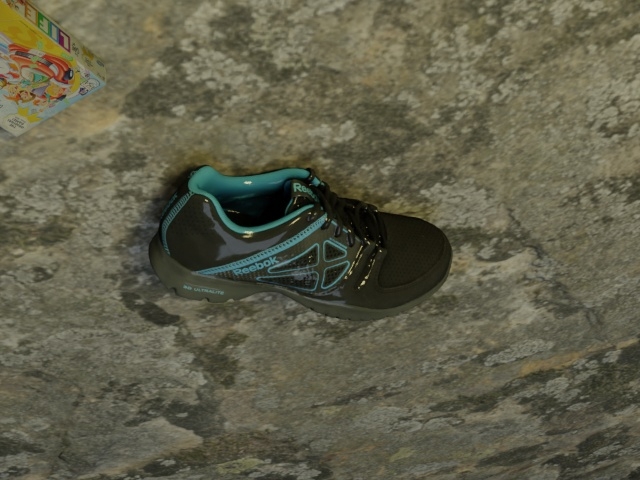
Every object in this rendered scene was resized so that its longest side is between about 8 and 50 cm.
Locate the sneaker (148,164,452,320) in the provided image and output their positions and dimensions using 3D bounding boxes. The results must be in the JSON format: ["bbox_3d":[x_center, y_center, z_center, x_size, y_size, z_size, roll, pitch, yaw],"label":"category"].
[{"bbox_3d":[0.000,0.000,0.931,0.340,0.125,0.140,1,141,-23],"label":"sneaker"}]

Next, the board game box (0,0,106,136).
[{"bbox_3d":[-0.261,-0.151,0.706,0.103,0.026,0.154,-25,145,20],"label":"board game box"}]
